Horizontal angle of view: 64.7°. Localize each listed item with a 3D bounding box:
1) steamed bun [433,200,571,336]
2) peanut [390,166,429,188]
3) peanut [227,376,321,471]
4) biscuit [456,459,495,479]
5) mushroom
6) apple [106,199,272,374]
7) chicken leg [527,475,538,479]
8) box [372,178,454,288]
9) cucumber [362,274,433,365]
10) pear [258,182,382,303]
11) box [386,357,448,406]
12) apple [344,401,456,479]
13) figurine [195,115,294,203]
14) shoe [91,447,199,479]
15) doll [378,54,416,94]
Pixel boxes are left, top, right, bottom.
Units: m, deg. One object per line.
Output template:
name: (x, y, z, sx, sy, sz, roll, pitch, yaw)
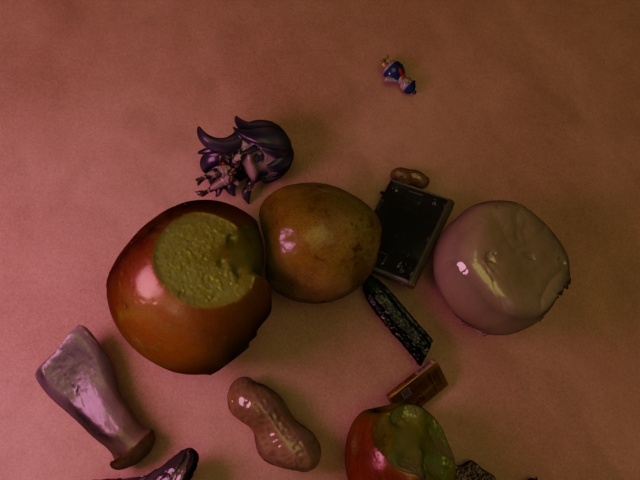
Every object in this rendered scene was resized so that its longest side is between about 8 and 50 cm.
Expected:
steamed bun: (0.435, 0.069, 1.287, 0.334, 0.233, 0.311, -28, 79, -31)
peanut: (0.253, -0.176, 1.426, 0.113, 0.054, 0.053, 12, 74, -4)
peanut: (-0.117, 0.440, 1.194, 0.125, 0.111, 0.274, -44, 81, 0)
biscuit: (0.357, 0.633, 1.232, 0.182, 0.034, 0.215, -25, 77, -13)
mushroom: (-0.503, 0.366, 1.152, 0.159, 0.122, 0.328, -43, 85, 23)
apple: (-0.266, 0.107, 1.132, 0.384, 0.374, 0.374, -43, 84, -1)
chicken leg: (0.541, 0.750, 1.204, 0.178, 0.083, 0.322, 16, 76, 13)
box: (0.213, -0.025, 1.352, 0.211, 0.045, 0.270, 24, 73, 22)
cucumber: (0.194, 0.200, 1.308, 0.077, 0.077, 0.265, -40, 83, -14)
pear: (0.000, 0.000, 1.224, 0.304, 0.304, 0.303, 2, 75, -6)
box: (0.245, 0.376, 1.273, 0.156, 0.022, 0.089, -35, 110, -13)
apple: (0.177, 0.484, 1.142, 0.247, 0.246, 0.226, -1, 73, -7)
figurine: (-0.205, -0.219, 1.325, 0.265, 0.175, 0.196, -6, 71, -16)
shoe: (-0.425, 0.568, 1.115, 0.171, 0.132, 0.336, 40, 80, 7)
doll: (0.234, -0.488, 1.503, 0.099, 0.057, 0.143, -42, 89, -24)
